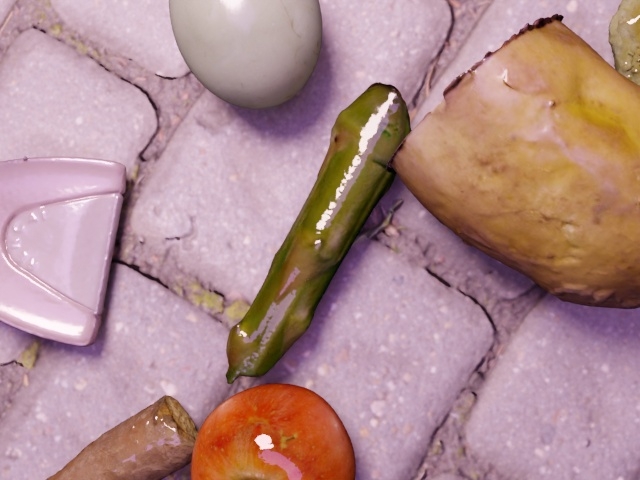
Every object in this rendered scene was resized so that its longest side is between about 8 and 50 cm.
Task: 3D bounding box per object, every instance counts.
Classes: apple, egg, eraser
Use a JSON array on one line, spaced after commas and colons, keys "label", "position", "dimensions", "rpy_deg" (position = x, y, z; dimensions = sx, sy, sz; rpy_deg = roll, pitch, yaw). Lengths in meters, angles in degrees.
[{"label": "apple", "position": [-0.044, 0.224, 0.611], "dimensions": [0.164, 0.139, 0.163], "rpy_deg": [2, 98, 13]}, {"label": "egg", "position": [-0.075, -0.227, 0.611], "dimensions": [0.149, 0.149, 0.192], "rpy_deg": [-17, 82, 3]}, {"label": "eraser", "position": [-0.347, -0.007, 0.669], "dimensions": [0.243, 0.059, 0.204], "rpy_deg": [11, 90, 0]}]

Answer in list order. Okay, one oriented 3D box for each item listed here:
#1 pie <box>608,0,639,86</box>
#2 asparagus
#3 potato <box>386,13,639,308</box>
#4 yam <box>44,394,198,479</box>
[{"label": "pie", "position": [0.456, -0.182, 0.618], "dimensions": [0.323, 0.070, 0.323], "rpy_deg": [0, 88, 2]}, {"label": "asparagus", "position": [-0.002, -0.001, 0.637], "dimensions": [0.082, 0.085, 0.343], "rpy_deg": [27, 92, 7]}, {"label": "potato", "position": [0.231, -0.047, 0.560], "dimensions": [0.229, 0.229, 0.266], "rpy_deg": [-43, 83, 2]}, {"label": "yam", "position": [-0.289, 0.288, 0.652], "dimensions": [0.357, 0.081, 0.081], "rpy_deg": [-32, 87, 1]}]
